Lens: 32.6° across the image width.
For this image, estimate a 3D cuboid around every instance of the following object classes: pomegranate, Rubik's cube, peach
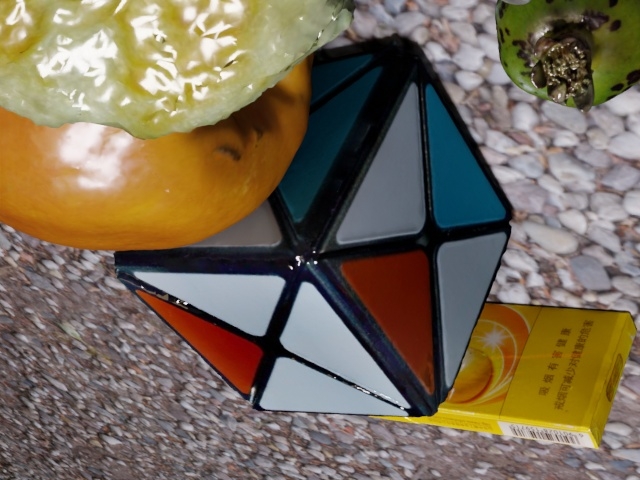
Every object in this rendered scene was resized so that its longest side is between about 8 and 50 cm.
[{"bbox_3d":[0.180,-0.144,0.777,0.122,0.161,0.122,10,129,12],"label":"pomegranate"},{"bbox_3d":[0.000,0.000,1.022,0.248,0.246,0.250,-3,139,38],"label":"Rubik's cube"},{"bbox_3d":[-0.166,-0.160,0.839,0.301,0.343,0.343,17,147,25],"label":"peach"}]

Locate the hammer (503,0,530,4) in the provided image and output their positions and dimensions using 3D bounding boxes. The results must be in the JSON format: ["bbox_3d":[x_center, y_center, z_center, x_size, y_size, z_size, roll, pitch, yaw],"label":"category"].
[{"bbox_3d":[0.072,-0.221,0.831,0.029,0.103,0.246,10,178,-36],"label":"hammer"}]

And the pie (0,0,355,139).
[{"bbox_3d":[-0.178,-0.233,0.522,0.418,0.180,0.395,8,137,1],"label":"pie"}]

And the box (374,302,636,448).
[{"bbox_3d":[0.185,0.134,1.169,0.269,0.152,0.043,2,137,35],"label":"box"}]
